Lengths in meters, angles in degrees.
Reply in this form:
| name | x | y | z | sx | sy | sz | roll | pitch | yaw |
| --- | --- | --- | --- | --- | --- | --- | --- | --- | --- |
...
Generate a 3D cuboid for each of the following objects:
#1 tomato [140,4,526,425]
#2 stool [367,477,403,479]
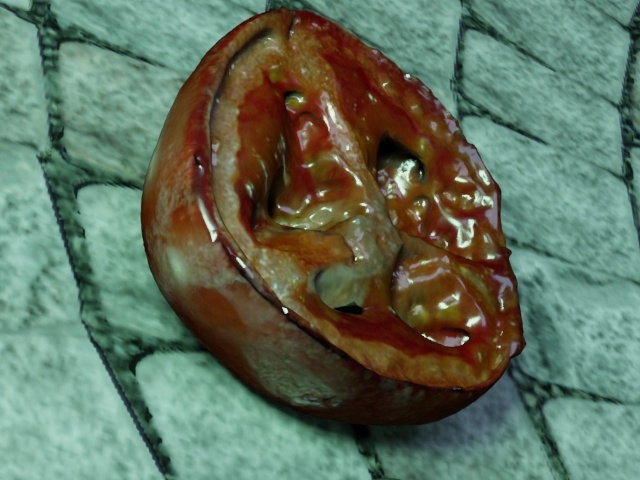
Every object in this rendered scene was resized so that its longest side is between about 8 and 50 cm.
| name | x | y | z | sx | sy | sz | roll | pitch | yaw |
| --- | --- | --- | --- | --- | --- | --- | --- | --- | --- |
| tomato | -0.003 | 0.002 | 0.934 | 0.228 | 0.101 | 0.228 | 25 | 45 | -28 |
| stool | 0.092 | 0.249 | 0.657 | 0.310 | 0.226 | 0.310 | -1 | 51 | -41 |
